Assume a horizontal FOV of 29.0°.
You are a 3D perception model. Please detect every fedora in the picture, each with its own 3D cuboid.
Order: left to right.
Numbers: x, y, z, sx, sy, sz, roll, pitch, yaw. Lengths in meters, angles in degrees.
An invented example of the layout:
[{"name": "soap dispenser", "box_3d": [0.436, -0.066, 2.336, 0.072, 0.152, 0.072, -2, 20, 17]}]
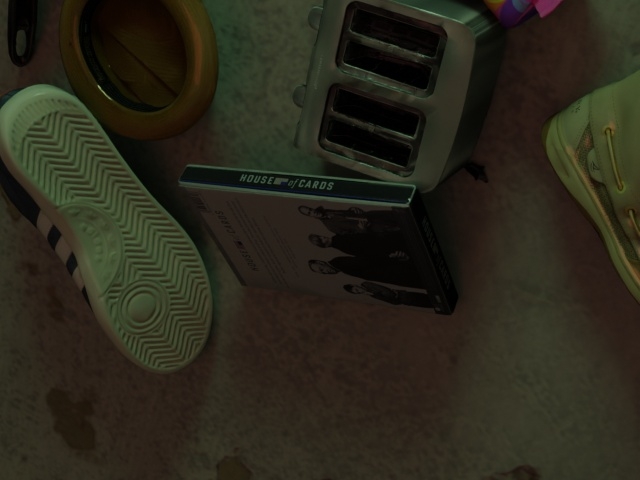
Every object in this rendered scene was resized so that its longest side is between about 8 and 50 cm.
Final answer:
[{"name": "fedora", "box_3d": [-0.168, -0.195, 1.230, 0.194, 0.079, 0.194, 8, 107, 26]}]

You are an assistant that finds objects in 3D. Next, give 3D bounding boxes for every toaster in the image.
[{"name": "toaster", "box_3d": [0.074, -0.144, 1.124, 0.186, 0.110, 0.168, 21, 116, 16]}]

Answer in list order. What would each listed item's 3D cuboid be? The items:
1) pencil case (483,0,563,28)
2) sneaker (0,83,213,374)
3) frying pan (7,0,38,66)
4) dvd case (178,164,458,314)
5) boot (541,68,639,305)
[{"name": "pencil case", "box_3d": [0.131, -0.291, 1.053, 0.104, 0.104, 0.236, -39, 89, 30]}, {"name": "sneaker", "box_3d": [-0.236, -0.016, 1.315, 0.148, 0.131, 0.350, 20, 140, 58]}, {"name": "frying pan", "box_3d": [-0.306, -0.311, 1.199, 0.326, 0.197, 0.053, -54, 40, 27]}, {"name": "dvd case", "box_3d": [0.000, 0.000, 1.192, 0.239, 0.029, 0.179, 7, 147, 26]}, {"name": "boot", "box_3d": [0.331, -0.042, 1.034, 0.203, 0.095, 0.262, -37, 85, 46]}]
